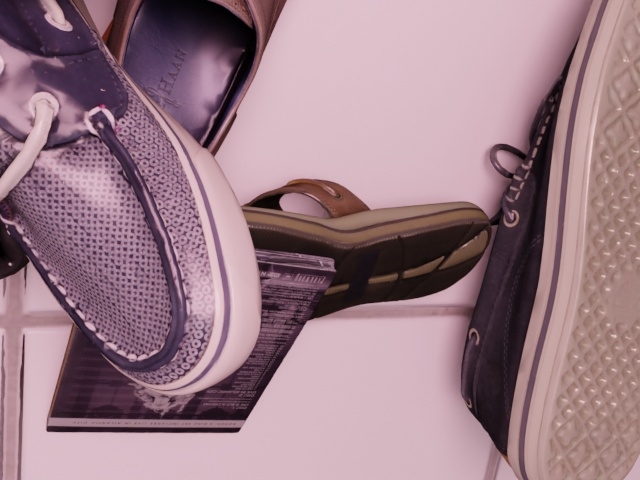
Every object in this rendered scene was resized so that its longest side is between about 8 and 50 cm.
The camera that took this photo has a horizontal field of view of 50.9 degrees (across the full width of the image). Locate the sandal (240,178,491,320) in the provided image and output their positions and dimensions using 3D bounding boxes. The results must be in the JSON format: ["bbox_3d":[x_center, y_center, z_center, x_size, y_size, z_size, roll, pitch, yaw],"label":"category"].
[{"bbox_3d":[0.001,0.001,0.548,0.303,0.086,0.120,-3,139,-30],"label":"sandal"}]

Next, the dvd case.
[{"bbox_3d":[-0.105,0.082,0.510,0.165,0.018,0.221,8,132,-26],"label":"dvd case"}]

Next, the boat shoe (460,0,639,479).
[{"bbox_3d":[0.237,-0.029,0.604,0.187,0.156,0.499,10,95,-24],"label":"boat shoe"}]

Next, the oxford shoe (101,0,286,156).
[{"bbox_3d":[-0.056,-0.187,0.430,0.130,0.133,0.363,15,101,-27],"label":"oxford shoe"}]

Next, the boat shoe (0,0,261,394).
[{"bbox_3d":[-0.168,-0.064,0.322,0.127,0.158,0.340,-39,78,22],"label":"boat shoe"}]

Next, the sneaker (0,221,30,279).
[{"bbox_3d":[-0.278,-0.071,0.376,0.286,0.130,0.109,32,95,-28],"label":"sneaker"}]
